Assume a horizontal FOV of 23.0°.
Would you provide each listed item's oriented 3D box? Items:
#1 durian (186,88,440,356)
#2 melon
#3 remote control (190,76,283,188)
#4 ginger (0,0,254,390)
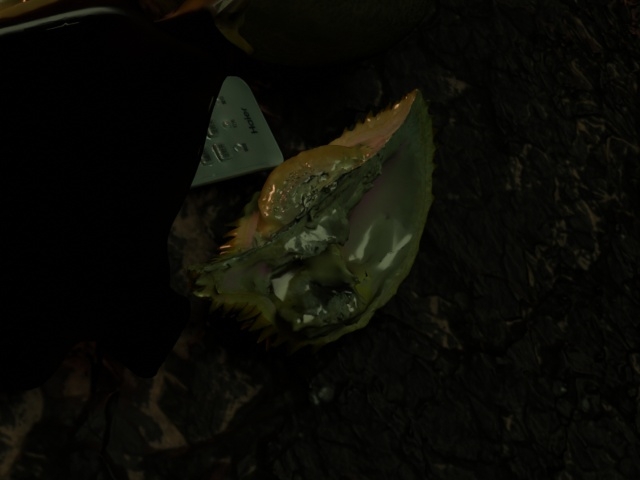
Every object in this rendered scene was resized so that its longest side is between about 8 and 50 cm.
[{"bbox_3d":[0.000,0.000,1.445,0.306,0.166,0.172,-33,82,-33],"label":"durian"},{"bbox_3d":[-0.032,-0.294,1.544,0.329,0.248,0.248,5,60,-27],"label":"melon"},{"bbox_3d":[-0.171,-0.080,1.454,0.293,0.051,0.103,-15,72,-36],"label":"remote control"},{"bbox_3d":[-0.250,-0.065,1.267,0.413,0.358,0.211,-13,34,-23],"label":"ginger"}]
